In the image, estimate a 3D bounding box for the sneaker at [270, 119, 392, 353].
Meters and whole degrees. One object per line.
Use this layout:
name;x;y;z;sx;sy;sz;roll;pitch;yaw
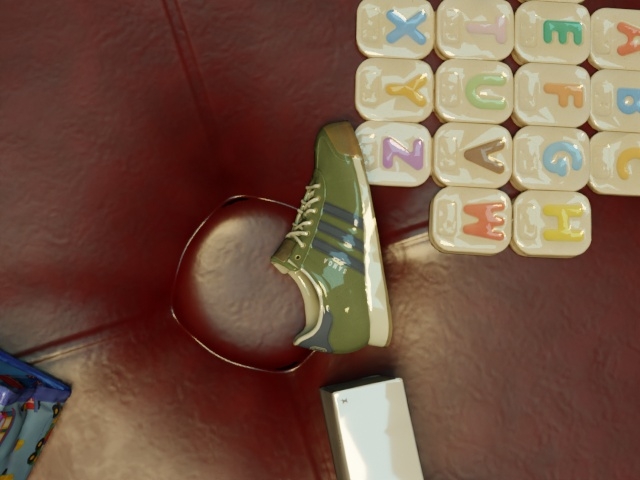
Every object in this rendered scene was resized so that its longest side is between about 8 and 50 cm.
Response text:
sneaker;0.000;0.000;0.779;0.086;0.064;0.192;-10;87;-11

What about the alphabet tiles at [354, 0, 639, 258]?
alphabet tiles;0.167;-0.127;0.833;0.278;0.021;0.284;3;83;-5

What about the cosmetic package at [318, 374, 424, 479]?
cosmetic package;0.055;0.228;0.742;0.060;0.099;0.239;-11;85;-6

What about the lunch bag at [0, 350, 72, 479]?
lunch bag;-0.380;0.144;0.710;0.293;0.138;0.221;27;84;8
